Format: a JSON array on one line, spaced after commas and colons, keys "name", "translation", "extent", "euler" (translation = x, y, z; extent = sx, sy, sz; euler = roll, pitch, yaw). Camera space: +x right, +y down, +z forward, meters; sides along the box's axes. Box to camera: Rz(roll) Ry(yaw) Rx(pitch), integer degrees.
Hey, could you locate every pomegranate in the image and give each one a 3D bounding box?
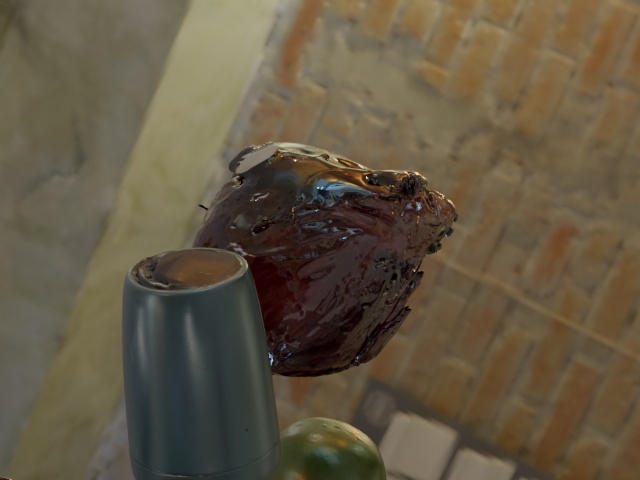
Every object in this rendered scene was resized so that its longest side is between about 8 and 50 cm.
[{"name": "pomegranate", "translation": [-0.033, 0.287, 1.804], "extent": [0.181, 0.224, 0.181], "euler": [17, -90, -83]}]

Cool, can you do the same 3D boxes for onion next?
[{"name": "onion", "translation": [-0.017, 0.009, 1.497], "extent": [0.281, 0.221, 0.281], "euler": [-32, 17, 11]}]

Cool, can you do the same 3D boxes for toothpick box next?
[{"name": "toothpick box", "translation": [-0.096, 0.101, 1.198], "extent": [0.120, 0.120, 0.184], "euler": [-36, -52, -54]}]

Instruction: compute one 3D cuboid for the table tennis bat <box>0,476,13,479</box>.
[{"name": "table tennis bat", "translation": [-0.293, 0.225, 1.178], "extent": [0.154, 0.019, 0.098], "euler": [-6, -51, -42]}]
